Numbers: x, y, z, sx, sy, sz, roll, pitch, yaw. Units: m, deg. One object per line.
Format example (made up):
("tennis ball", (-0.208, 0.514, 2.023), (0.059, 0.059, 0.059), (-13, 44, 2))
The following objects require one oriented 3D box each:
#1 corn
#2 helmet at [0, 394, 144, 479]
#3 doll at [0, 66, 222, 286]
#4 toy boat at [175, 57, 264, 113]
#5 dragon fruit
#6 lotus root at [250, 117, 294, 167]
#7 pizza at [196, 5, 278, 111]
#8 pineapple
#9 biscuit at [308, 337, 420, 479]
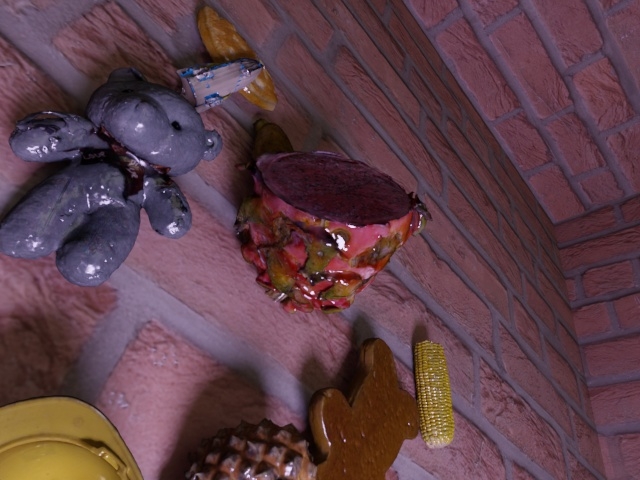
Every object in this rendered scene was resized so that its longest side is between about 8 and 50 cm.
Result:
("corn", (0.269, 0.358, 1.065), (0.081, 0.081, 0.248), (31, 48, -37))
("helmet", (-0.256, 0.290, 0.417), (0.205, 0.140, 0.256), (-12, 66, -20))
("doll", (-0.270, -0.104, 0.613), (0.246, 0.158, 0.340), (35, 47, -16))
("toy boat", (-0.186, -0.317, 0.879), (0.210, 0.066, 0.084), (-38, 123, -37))
("dragon fruit", (0.000, 0.000, 0.827), (0.296, 0.262, 0.314), (-17, 42, -38))
("lotus root", (-0.099, -0.186, 0.931), (0.108, 0.095, 0.190), (73, 8, -59))
("pizza", (-0.184, -0.381, 0.965), (0.246, 0.058, 0.127), (46, 43, -24))
("pineapple", (-0.105, 0.322, 0.578), (0.193, 0.166, 0.166), (1, 66, -20))
("biscuit", (0.053, 0.372, 0.806), (0.432, 0.064, 0.282), (-42, 112, -51))
